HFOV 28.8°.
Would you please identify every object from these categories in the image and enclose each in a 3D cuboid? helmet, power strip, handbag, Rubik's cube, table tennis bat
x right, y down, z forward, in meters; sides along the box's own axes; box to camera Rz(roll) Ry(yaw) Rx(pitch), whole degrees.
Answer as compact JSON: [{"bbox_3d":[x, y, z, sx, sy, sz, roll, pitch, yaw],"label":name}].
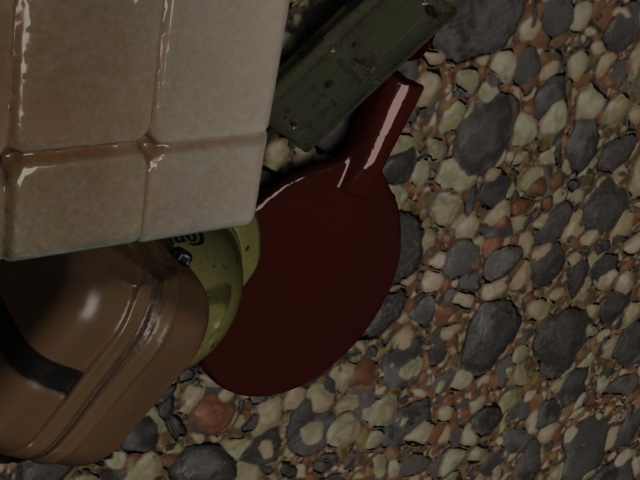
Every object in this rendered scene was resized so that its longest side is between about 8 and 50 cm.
[{"bbox_3d":[-0.150,0.056,1.234,0.257,0.137,0.204,-34,127,-9],"label":"helmet"},{"bbox_3d":[0.019,-0.176,1.271,0.268,0.034,0.092,-42,130,19],"label":"power strip"},{"bbox_3d":[-0.254,0.067,1.071,0.149,0.302,0.283,23,107,-43],"label":"handbag"},{"bbox_3d":[-0.232,-0.192,0.899,0.315,0.322,0.319,-9,123,-34],"label":"Rubik's cube"},{"bbox_3d":[0.000,0.000,1.409,0.268,0.051,0.415,14,109,-42],"label":"table tennis bat"}]

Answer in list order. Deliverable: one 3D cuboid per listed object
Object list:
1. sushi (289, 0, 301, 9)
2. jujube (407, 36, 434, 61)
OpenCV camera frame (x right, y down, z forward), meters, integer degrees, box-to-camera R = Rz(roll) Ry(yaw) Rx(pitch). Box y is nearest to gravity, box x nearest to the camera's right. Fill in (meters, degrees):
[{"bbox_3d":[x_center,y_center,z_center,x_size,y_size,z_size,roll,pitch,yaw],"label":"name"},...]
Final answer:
[{"bbox_3d":[-0.061,-0.257,1.207,0.120,0.026,0.126,-37,134,-14],"label":"sushi"},{"bbox_3d":[0.094,-0.248,1.305,0.077,0.077,0.129,-20,129,-28],"label":"jujube"}]
